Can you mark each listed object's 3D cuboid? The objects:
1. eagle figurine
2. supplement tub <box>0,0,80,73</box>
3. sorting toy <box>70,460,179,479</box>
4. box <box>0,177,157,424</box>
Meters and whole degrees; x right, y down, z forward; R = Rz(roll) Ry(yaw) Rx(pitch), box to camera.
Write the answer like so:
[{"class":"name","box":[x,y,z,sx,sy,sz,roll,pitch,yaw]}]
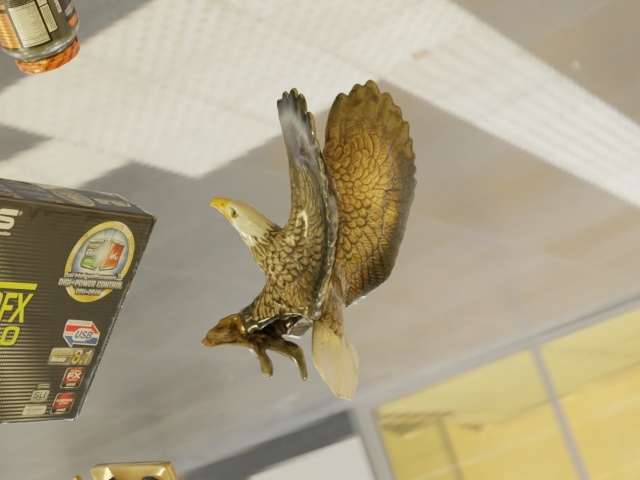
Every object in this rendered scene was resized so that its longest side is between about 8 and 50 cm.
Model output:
[{"class":"eagle figurine","box":[-0.010,-0.005,1.445,0.225,0.226,0.298,24,112,-27]},{"class":"supplement tub","box":[-0.398,-0.329,1.873,0.117,0.117,0.190,-18,126,-2]},{"class":"sorting toy","box":[-0.210,0.320,1.571,0.275,0.132,0.046,-10,-166,42]},{"class":"box","box":[-0.285,0.055,1.203,0.270,0.060,0.216,8,109,-56]}]
